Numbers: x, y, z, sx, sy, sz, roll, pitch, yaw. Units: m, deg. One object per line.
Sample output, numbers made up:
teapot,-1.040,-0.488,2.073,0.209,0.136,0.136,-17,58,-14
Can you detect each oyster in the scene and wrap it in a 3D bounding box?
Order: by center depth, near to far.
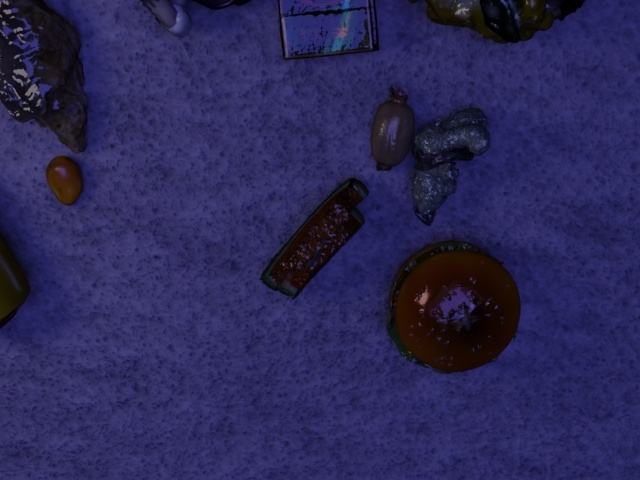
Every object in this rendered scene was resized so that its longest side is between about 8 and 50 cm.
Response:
oyster,-0.472,-0.294,1.662,0.166,0.110,0.341,-14,105,0

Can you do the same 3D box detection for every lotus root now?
lotus root,0.125,-0.188,1.757,0.073,0.062,0.150,9,105,-3

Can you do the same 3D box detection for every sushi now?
sushi,0.284,-0.450,1.577,0.285,0.328,0.328,-45,108,2

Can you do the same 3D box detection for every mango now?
mango,-0.436,-0.101,1.749,0.060,0.046,0.089,-2,117,-2

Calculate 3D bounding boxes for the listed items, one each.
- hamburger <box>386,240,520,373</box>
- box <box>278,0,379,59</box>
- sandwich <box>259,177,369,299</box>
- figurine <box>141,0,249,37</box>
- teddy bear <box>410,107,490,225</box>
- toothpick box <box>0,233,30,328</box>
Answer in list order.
hamburger,0.237,0.125,1.790,0.246,0.170,0.246,-1,101,-5
box,0.005,-0.425,1.686,0.159,0.071,0.240,-7,105,-5
sandwich,0.006,-0.002,1.756,0.079,0.159,0.235,41,78,-7
figurine,-0.176,-0.417,1.628,0.222,0.145,0.145,-41,103,3
teddy bear,0.198,-0.133,1.746,0.111,0.133,0.213,27,113,-9
toothpick box,-0.609,0.027,1.703,0.175,0.175,0.271,-31,108,4
